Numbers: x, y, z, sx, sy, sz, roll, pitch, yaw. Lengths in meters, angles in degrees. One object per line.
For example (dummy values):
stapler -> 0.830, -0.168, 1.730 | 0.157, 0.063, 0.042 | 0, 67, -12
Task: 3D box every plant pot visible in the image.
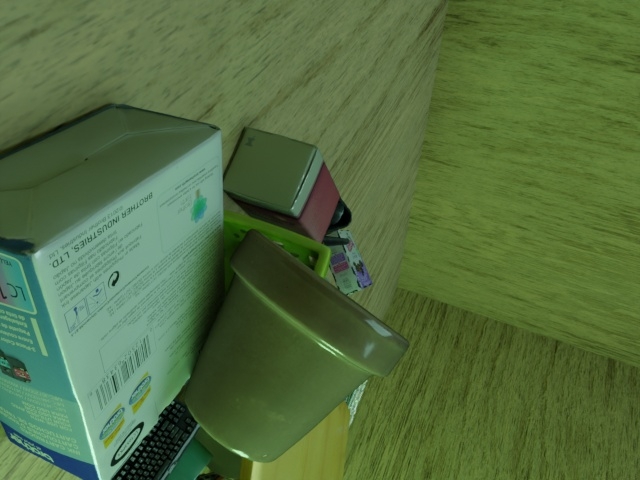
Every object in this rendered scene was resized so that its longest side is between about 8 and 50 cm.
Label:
plant pot -> -0.053, 0.148, 0.658 | 0.229, 0.263, 0.263 | -54, 162, -2
plant pot -> -0.118, 0.111, 0.901 | 0.207, 0.227, 0.228 | 85, 27, -65

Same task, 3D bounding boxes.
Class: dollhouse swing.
dollhouse swing -> -0.128, 0.483, 1.004 | 0.346, 0.315, 0.305 | 15, 64, -51

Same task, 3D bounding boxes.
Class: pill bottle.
pill bottle -> -0.155, 0.402, 1.175 | 0.283, 0.160, 0.160 | -35, 139, -65

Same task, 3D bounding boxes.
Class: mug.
mug -> -0.270, 0.399, 0.865 | 0.129, 0.097, 0.158 | -49, 173, 0

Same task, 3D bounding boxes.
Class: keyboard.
keyboard -> -0.283, 0.341, 0.810 | 0.180, 0.108, 0.023 | -57, -177, -28

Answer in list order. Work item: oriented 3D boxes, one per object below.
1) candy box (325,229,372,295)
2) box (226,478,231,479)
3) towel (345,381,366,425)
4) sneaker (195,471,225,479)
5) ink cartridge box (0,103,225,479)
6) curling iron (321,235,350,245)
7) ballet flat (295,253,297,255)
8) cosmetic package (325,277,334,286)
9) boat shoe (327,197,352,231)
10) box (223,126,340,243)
candy box -> 0.080, 0.067, 1.566 | 0.196, 0.070, 0.165 | 67, 17, 6
box -> -0.248, 0.663, 1.324 | 0.232, 0.058, 0.087 | 61, 50, -68
towel -> 0.040, 0.463, 1.674 | 0.317, 0.053, 0.332 | 4, -110, 62
sneaker -> -0.273, 0.544, 1.082 | 0.084, 0.083, 0.215 | -64, 165, -1
ink cartridge box -> -0.239, 0.081, 0.583 | 0.270, 0.151, 0.396 | -54, 155, -50
curling iron -> 0.000, 0.000, 1.322 | 0.274, 0.068, 0.035 | 9, 74, -55
ballet flat -> -0.072, 0.064, 1.284 | 0.168, 0.057, 0.052 | -52, 164, -49
cosmetic package -> -0.010, 0.234, 1.279 | 0.138, 0.224, 0.225 | -17, 130, -23
boat shoe -> 0.009, -0.082, 1.288 | 0.340, 0.113, 0.127 | 40, 69, -72
box -> -0.067, -0.095, 0.965 | 0.232, 0.148, 0.127 | 52, 59, -70
